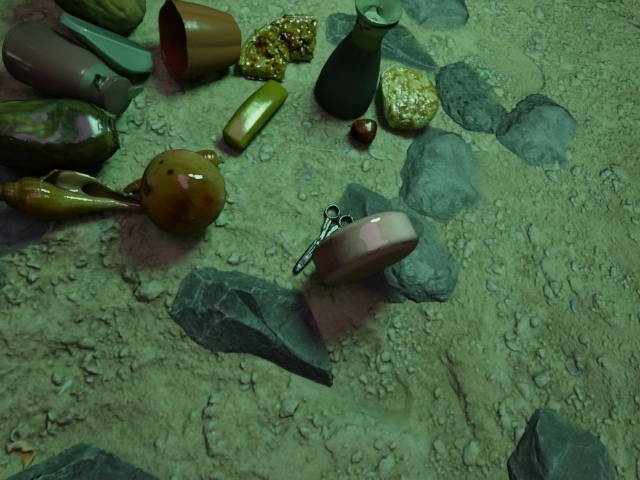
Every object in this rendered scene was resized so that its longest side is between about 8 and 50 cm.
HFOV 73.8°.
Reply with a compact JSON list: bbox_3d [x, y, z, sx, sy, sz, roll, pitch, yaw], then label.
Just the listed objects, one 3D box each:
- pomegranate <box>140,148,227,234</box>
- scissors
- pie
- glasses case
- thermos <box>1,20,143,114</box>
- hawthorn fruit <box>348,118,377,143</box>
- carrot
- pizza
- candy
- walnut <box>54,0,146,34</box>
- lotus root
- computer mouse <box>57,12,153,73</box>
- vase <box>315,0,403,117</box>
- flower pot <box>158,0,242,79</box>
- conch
[{"bbox_3d":[-0.304,-0.107,0.953,0.192,0.191,0.191,5,68,-12],"label":"pomegranate"},{"bbox_3d":[0.000,0.000,1.080,0.088,0.017,0.220,39,66,2],"label":"scissors"},{"bbox_3d":[0.257,-0.424,1.273,0.179,0.084,0.205,-4,72,-14],"label":"pie"},{"bbox_3d":[-0.174,-0.341,1.141,0.079,0.064,0.234,34,65,-1],"label":"glasses case"},{"bbox_3d":[-0.568,-0.383,1.004,0.265,0.176,0.145,27,83,6],"label":"thermos"},{"bbox_3d":[0.124,-0.309,1.205,0.077,0.077,0.077,5,68,-12],"label":"hawthorn fruit"},{"bbox_3d":[-0.359,-0.168,1.036,0.257,0.061,0.061,-20,75,-16],"label":"carrot"},{"bbox_3d":[-0.112,-0.568,1.235,0.161,0.085,0.305,46,67,5],"label":"pizza"},{"bbox_3d":[0.107,0.020,0.979,0.256,0.255,0.094,-18,74,-20],"label":"candy"},{"bbox_3d":[-0.558,-0.638,1.059,0.225,0.261,0.224,-1,86,13],"label":"walnut"},{"bbox_3d":[-0.589,-0.225,0.940,0.275,0.151,0.160,-4,54,-10],"label":"lotus root"},{"bbox_3d":[-0.520,-0.472,1.046,0.128,0.079,0.231,38,18,32],"label":"computer mouse"},{"bbox_3d":[0.101,-0.485,1.127,0.174,0.321,0.173,5,69,-13],"label":"vase"},{"bbox_3d":[-0.310,-0.527,1.124,0.173,0.190,0.190,-18,75,-32],"label":"flower pot"},{"bbox_3d":[-0.541,-0.094,0.947,0.331,0.093,0.109,4,76,-33],"label":"conch"}]
